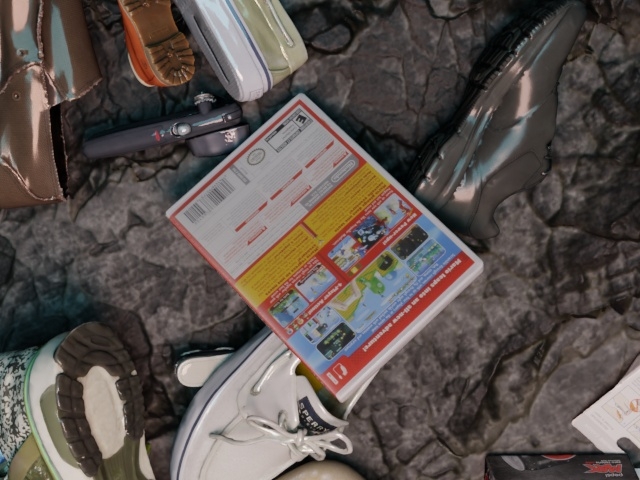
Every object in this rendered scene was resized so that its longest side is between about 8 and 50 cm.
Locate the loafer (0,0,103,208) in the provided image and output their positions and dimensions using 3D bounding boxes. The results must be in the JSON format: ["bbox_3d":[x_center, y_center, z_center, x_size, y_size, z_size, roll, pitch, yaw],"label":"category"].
[{"bbox_3d":[-0.290,-0.201,1.178,0.130,0.134,0.366,12,109,-6],"label":"loafer"}]

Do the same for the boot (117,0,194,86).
[{"bbox_3d":[-0.193,-0.237,1.185,0.059,0.085,0.158,-23,102,-28],"label":"boot"}]

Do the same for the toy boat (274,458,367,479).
[{"bbox_3d":[0.004,0.423,1.233,0.267,0.148,0.318,-39,62,4],"label":"toy boat"}]

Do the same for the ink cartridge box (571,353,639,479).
[{"bbox_3d":[0.432,0.189,1.277,0.181,0.056,0.225,42,115,-6],"label":"ink cartridge box"}]

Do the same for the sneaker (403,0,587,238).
[{"bbox_3d":[0.208,-0.129,1.200,0.130,0.109,0.286,30,107,-11],"label":"sneaker"}]

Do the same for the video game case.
[{"bbox_3d":[0.000,0.000,1.168,0.204,0.025,0.285,-42,69,-7],"label":"video game case"}]

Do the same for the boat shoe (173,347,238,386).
[{"bbox_3d":[-0.106,0.144,1.265,0.125,0.038,0.046,-3,104,-19],"label":"boat shoe"}]

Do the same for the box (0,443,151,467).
[{"bbox_3d":[-0.291,0.285,1.287,0.178,0.042,0.109,6,98,-1],"label":"box"}]

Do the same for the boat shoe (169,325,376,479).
[{"bbox_3d":[-0.019,0.179,1.199,0.367,0.156,0.136,-48,121,4],"label":"boat shoe"}]

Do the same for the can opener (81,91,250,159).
[{"bbox_3d":[-0.171,-0.118,1.215,0.186,0.059,0.073,-10,99,1],"label":"can opener"}]

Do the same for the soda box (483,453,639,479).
[{"bbox_3d":[0.275,0.282,1.273,0.169,0.060,0.053,-1,112,0],"label":"soda box"}]

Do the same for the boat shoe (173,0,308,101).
[{"bbox_3d":[-0.118,-0.296,1.179,0.094,0.109,0.302,-31,103,-18],"label":"boat shoe"}]

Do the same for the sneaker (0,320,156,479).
[{"bbox_3d":[-0.278,0.286,1.223,0.182,0.158,0.410,-1,102,31],"label":"sneaker"}]
